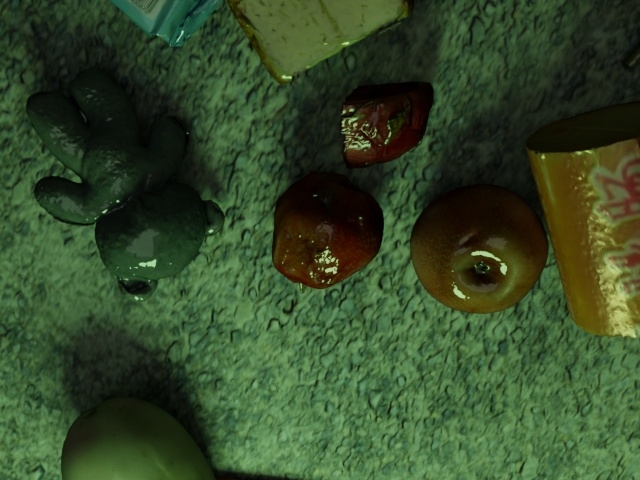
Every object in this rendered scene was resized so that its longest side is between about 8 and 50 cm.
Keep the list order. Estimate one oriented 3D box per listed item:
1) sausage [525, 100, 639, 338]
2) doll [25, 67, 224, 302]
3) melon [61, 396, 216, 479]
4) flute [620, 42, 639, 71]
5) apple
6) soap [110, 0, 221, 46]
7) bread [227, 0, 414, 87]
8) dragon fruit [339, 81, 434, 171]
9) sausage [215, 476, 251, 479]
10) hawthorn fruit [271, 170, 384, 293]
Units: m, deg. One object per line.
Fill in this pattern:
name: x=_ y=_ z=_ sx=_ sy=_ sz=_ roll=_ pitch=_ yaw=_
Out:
sausage: x=0.433 y=-0.031 z=1.230 sx=0.233 sy=0.233 sz=0.287 roll=-16 pitch=107 yaw=9
doll: x=-0.299 y=-0.091 z=1.333 sx=0.246 sy=0.158 sz=0.340 roll=-37 pitch=86 yaw=-17
melon: x=-0.288 y=0.405 z=1.427 sx=0.223 sy=0.223 sz=0.317 roll=-26 pitch=106 yaw=12
flute: x=0.513 y=-0.333 z=1.235 sx=0.027 sy=0.027 sz=0.233 roll=38 pitch=106 yaw=-7
apple: x=0.234 y=0.015 z=1.295 sx=0.201 sy=0.162 sz=0.201 roll=1 pitch=107 yaw=2
soap: x=-0.273 y=-0.414 z=1.244 sx=0.293 sy=0.077 sz=0.156 roll=40 pitch=105 yaw=-9
bread: x=-0.024 y=-0.370 z=1.135 sx=0.207 sy=0.279 sz=0.279 roll=-29 pitch=106 yaw=14
dragon fruit: x=0.095 y=-0.161 z=1.260 sx=0.127 sy=0.161 sz=0.120 roll=-2 pitch=106 yaw=16
sausage: x=-0.079 y=0.436 z=1.520 sx=0.253 sy=0.034 sz=0.034 roll=7 pitch=108 yaw=3
hawthorn fruit: x=0.003 y=-0.013 z=1.308 sx=0.179 sy=0.173 sz=0.173 roll=-33 pitch=102 yaw=13
